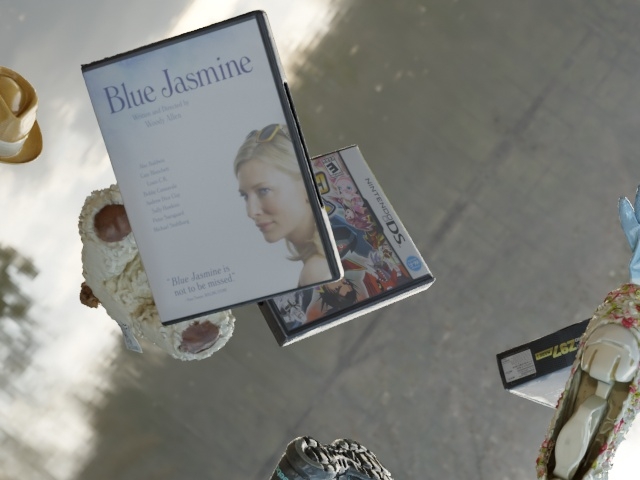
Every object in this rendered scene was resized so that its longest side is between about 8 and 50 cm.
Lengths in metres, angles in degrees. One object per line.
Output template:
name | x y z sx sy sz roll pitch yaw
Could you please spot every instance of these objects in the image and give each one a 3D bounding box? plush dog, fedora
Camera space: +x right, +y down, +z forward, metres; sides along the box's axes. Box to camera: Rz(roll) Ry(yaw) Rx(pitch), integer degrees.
plush dog | -0.203 0.008 1.675 0.225 0.262 0.210 -45 -163 -28
fedora | -0.487 -0.205 1.913 0.079 0.194 0.194 -43 180 30

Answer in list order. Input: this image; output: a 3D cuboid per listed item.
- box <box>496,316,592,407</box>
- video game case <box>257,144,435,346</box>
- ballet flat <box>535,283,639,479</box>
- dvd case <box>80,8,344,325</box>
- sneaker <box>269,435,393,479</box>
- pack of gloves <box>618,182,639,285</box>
box | 0.386 0.160 1.734 0.232 0.059 0.183 -24 154 26
video game case | 0.000 0.000 1.834 0.274 0.248 0.035 -19 162 -32
ballet flat | 0.280 0.157 1.252 0.077 0.091 0.241 19 89 -64
dvd case | -0.098 -0.063 1.137 0.180 0.253 0.022 -15 -174 15
sneaker | 0.013 0.374 1.983 0.267 0.101 0.106 22 112 -48
pack of gloves | 0.427 0.007 1.362 0.046 0.195 0.232 -72 154 -48
